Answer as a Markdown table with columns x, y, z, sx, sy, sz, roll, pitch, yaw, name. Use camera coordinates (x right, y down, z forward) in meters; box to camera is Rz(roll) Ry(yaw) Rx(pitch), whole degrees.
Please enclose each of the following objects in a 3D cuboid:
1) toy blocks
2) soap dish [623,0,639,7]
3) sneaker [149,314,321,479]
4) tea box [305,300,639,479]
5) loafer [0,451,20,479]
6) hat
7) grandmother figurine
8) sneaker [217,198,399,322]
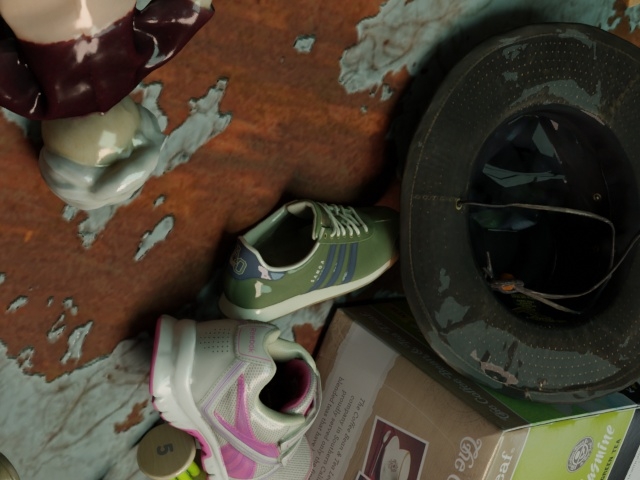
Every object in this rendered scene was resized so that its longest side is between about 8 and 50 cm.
| x | y | z | sx | sy | sz | roll | pitch | yaw | name |
| --- | --- | --- | --- | --- | --- | --- | --- | --- | --- |
| -0.132 | 0.237 | 1.703 | 0.123 | 0.054 | 0.148 | -45 | 145 | -12 | toy blocks |
| 0.357 | -0.357 | 1.715 | 0.291 | 0.118 | 0.229 | -28 | 138 | -32 | soap dish |
| -0.048 | 0.144 | 1.642 | 0.252 | 0.111 | 0.103 | 55 | 34 | -55 | sneaker |
| 0.130 | 0.242 | 1.875 | 0.323 | 0.220 | 0.329 | -3 | 121 | -50 | tea box |
| -0.272 | 0.228 | 1.526 | 0.050 | 0.056 | 0.148 | -12 | 129 | -52 | loafer |
| 0.189 | -0.026 | 1.757 | 0.331 | 0.134 | 0.331 | -1 | 93 | -19 | hat |
| -0.159 | -0.154 | 1.302 | 0.208 | 0.104 | 0.342 | -12 | 137 | -9 | grandmother figurine |
| 0.000 | 0.000 | 1.643 | 0.192 | 0.064 | 0.086 | -26 | 142 | -30 | sneaker |
